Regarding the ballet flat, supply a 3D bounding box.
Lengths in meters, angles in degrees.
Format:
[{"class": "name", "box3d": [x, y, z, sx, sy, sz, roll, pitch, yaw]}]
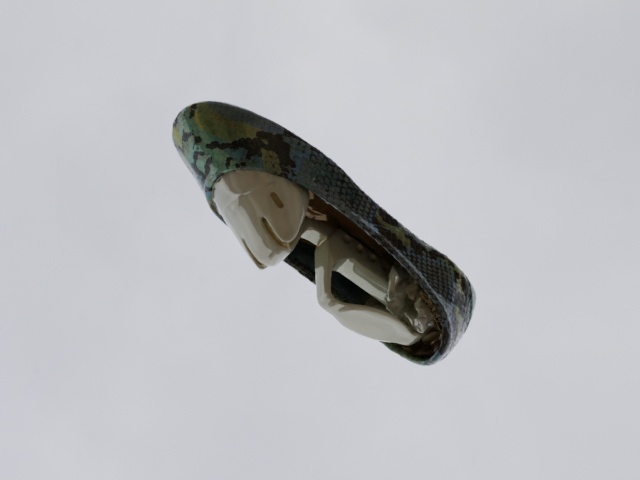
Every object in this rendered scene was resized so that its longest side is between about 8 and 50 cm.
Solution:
[{"class": "ballet flat", "box3d": [0.000, 0.000, 0.788, 0.188, 0.070, 0.070, 33, -109, -11]}]
